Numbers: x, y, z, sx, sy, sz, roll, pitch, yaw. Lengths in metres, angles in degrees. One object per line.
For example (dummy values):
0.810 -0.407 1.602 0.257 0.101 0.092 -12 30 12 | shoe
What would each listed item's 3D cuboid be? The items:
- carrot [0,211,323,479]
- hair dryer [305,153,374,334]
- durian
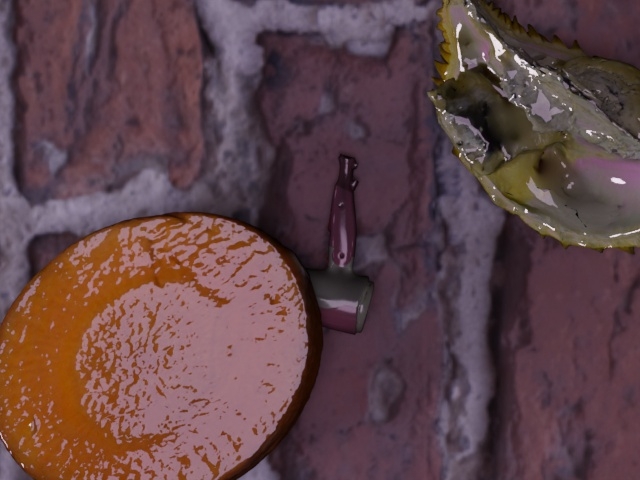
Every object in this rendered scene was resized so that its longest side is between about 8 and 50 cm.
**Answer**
-0.139 0.105 1.721 0.307 0.100 0.258 -36 93 8 | carrot
0.007 -0.001 1.750 0.106 0.054 0.154 16 87 4 | hair dryer
0.203 -0.100 1.669 0.306 0.166 0.172 44 93 6 | durian
